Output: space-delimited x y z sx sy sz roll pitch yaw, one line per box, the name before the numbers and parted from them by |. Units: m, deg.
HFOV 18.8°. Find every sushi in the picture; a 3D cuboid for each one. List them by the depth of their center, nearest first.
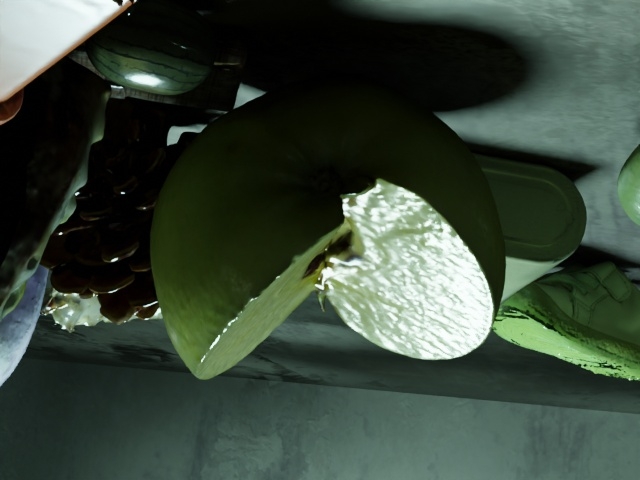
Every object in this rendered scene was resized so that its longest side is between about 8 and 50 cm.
sushi | -0.350 -0.048 1.447 0.294 0.299 0.281 29 144 -21

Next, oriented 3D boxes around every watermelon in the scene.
watermelon | -0.127 -0.150 1.466 0.110 0.078 0.078 13 167 -34

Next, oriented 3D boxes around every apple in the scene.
apple | 0.002 -0.018 1.620 0.295 0.233 0.258 -9 151 -8

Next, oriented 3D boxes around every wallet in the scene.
wallet | -0.177 -0.151 1.568 0.230 0.042 0.124 7 166 -5

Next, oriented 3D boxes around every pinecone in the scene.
pinecone | -0.181 -0.036 1.778 0.207 0.208 0.208 7 168 1

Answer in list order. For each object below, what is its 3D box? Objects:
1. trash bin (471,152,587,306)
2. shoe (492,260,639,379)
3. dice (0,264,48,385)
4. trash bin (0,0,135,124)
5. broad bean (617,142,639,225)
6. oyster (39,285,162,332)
trash bin | 0.114 -0.010 1.916 0.243 0.121 0.247 9 165 -11
shoe | 0.293 0.087 2.245 0.262 0.128 0.140 26 152 -31
dice | -0.450 0.015 1.964 0.270 0.270 0.271 16 166 -37
trash bin | -0.209 -0.167 1.196 0.161 0.185 0.238 15 160 -36
broad bean | 0.349 -0.039 1.680 0.169 0.100 0.228 -9 160 33
oyster | -0.177 0.054 2.345 0.337 0.133 0.197 13 165 -37
